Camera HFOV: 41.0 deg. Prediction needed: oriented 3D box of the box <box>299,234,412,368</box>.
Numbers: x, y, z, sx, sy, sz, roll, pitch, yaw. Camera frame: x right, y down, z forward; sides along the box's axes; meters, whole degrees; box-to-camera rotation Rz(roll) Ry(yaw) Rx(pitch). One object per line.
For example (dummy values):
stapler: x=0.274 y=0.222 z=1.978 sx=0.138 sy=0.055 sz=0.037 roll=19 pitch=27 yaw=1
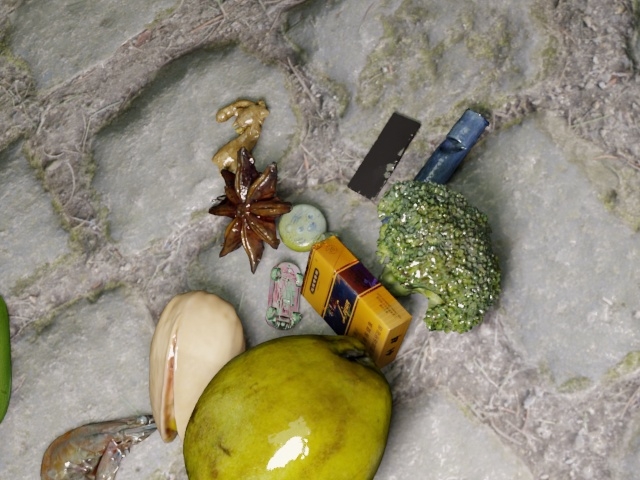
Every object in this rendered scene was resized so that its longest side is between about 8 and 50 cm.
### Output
box: x=0.064 y=0.124 z=1.674 sx=0.070 sy=0.152 sz=0.237 roll=-28 pitch=61 yaw=-32

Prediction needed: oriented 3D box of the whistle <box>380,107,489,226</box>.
whistle: x=0.234 y=-0.134 z=1.757 sx=0.062 sy=0.062 sz=0.304 roll=35 pitch=85 yaw=26

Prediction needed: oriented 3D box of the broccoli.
broccoli: x=0.221 y=0.033 z=1.607 sx=0.235 sy=0.260 sz=0.288 roll=-2 pitch=72 yaw=4

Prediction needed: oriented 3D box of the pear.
pear: x=-0.056 y=0.352 z=1.543 sx=0.413 sy=0.352 sz=0.352 roll=-38 pitch=64 yaw=1

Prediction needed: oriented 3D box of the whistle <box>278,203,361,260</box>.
whistle: x=0.000 y=0.000 z=1.800 sx=0.198 sy=0.057 sz=0.104 roll=34 pitch=80 yaw=18

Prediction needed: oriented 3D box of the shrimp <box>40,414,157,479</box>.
shrimp: x=-0.458 y=0.456 z=1.793 sx=0.317 sy=0.062 sz=0.164 roll=-24 pitch=70 yaw=15

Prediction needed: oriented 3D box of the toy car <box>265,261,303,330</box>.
toy car: x=-0.078 y=0.116 z=1.778 sx=0.055 sy=0.069 sz=0.142 roll=-21 pitch=58 yaw=55

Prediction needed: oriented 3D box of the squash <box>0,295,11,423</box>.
squash: x=-0.749 y=0.285 z=1.931 sx=0.101 sy=0.101 sz=0.378 roll=-15 pitch=63 yaw=14

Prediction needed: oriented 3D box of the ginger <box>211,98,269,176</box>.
ginger: x=-0.184 y=-0.241 z=1.943 sx=0.176 sy=0.052 sz=0.193 roll=-39 pitch=63 yaw=9

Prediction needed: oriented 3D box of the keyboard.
keyboard: x=0.137 y=-0.179 z=1.832 sx=0.074 sy=0.015 sz=0.196 roll=28 pitch=82 yaw=29

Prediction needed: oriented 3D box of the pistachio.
pistachio: x=-0.252 y=0.257 z=1.707 sx=0.193 sy=0.214 sz=0.318 roll=7 pitch=86 yaw=20

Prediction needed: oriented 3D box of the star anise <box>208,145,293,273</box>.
star anise: x=-0.136 y=-0.064 z=1.835 sx=0.272 sy=0.102 sz=0.272 roll=3 pitch=94 yaw=44
